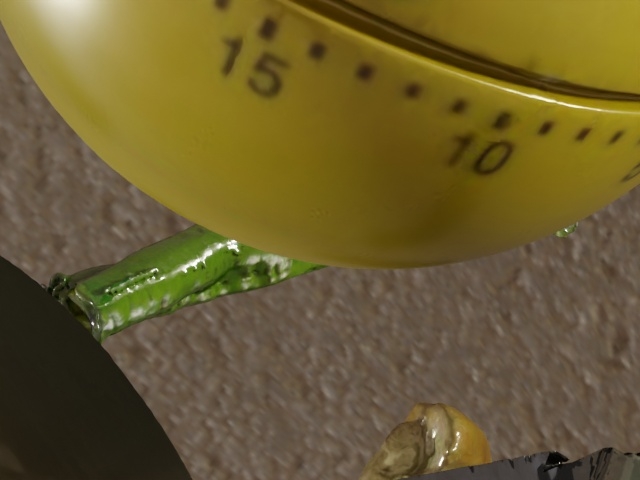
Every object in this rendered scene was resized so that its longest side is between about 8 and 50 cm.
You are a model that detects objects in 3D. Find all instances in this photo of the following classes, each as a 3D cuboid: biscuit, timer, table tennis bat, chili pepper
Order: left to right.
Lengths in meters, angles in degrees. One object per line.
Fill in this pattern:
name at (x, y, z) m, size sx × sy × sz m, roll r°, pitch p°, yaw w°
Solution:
table tennis bat at (-0.069, 0.063, 0.345) m, size 0.022 × 0.234 × 0.131 m, roll -34°, pitch 95°, yaw 13°
chili pepper at (0.000, 0.000, 1.083) m, size 0.359 × 0.085 × 0.076 m, roll -14°, pitch 87°, yaw -29°
biscuit at (0.049, 0.264, 1.379) m, size 0.091 × 0.213 × 0.274 m, roll 28°, pitch 77°, yaw 28°
timer at (0.041, -0.188, 0.680) m, size 0.376 × 0.376 × 0.387 m, roll 52°, pitch 127°, yaw 32°

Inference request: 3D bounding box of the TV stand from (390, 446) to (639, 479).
TV stand at (0.069, 0.118, 0.689) m, size 0.040 × 0.256 × 0.049 m, roll 29°, pitch 73°, yaw -10°
